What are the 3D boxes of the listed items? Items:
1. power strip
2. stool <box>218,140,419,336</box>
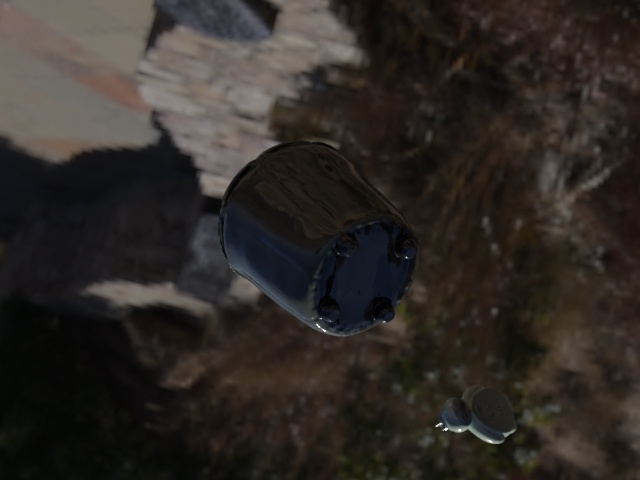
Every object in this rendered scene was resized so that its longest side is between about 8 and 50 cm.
[{"bbox_3d":[0.133,0.152,1.343,0.083,0.055,0.035,4,148,-44],"label":"power strip"},{"bbox_3d":[0.000,0.000,0.911,0.096,0.096,0.110,26,-170,-43],"label":"stool"}]
